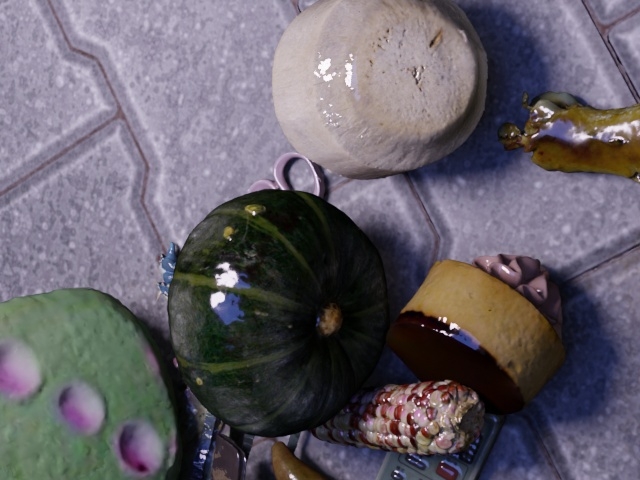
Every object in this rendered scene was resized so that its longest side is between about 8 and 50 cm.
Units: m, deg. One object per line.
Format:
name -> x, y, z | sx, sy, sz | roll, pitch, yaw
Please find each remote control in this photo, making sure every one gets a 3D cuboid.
remote control -> 0.127, 0.319, 1.714 | 0.123, 0.038, 0.285 | 29, 103, 20

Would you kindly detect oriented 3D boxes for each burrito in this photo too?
burrito -> -0.163, 0.300, 1.830 | 0.096, 0.066, 0.309 | 4, 96, 21

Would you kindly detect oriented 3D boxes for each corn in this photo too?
corn -> 0.086, 0.215, 1.657 | 0.280, 0.092, 0.092 | -5, 90, 51

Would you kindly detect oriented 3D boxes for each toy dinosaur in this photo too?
toy dinosaur -> -0.206, 0.045, 1.858 | 0.047, 0.030, 0.083 | 14, 97, 21

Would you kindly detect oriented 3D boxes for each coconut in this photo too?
coconut -> 0.066, -0.192, 1.623 | 0.266, 0.237, 0.237 | 180, 87, -65

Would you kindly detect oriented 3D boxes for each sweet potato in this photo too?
sweet potato -> 0.010, 0.356, 1.715 | 0.077, 0.077, 0.244 | -42, 77, 20

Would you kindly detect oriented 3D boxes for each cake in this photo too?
cake -> 0.201, 0.087, 1.606 | 0.207, 0.185, 0.178 | 19, 64, 25

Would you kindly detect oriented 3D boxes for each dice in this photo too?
dice -> -0.388, 0.253, 1.759 | 0.318, 0.330, 0.322 | -25, 78, 43

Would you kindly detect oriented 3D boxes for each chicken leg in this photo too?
chicken leg -> 0.411, -0.120, 1.527 | 0.429, 0.152, 0.201 | 5, 82, 31

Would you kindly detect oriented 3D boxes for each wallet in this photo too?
wallet -> -0.125, 0.335, 1.744 | 0.082, 0.018, 0.157 | 26, 110, 60

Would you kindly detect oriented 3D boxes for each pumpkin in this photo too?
pumpkin -> -0.054, 0.082, 1.621 | 0.207, 0.300, 0.300 | 12, 98, 47

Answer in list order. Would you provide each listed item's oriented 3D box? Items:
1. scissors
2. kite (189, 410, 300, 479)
scissors -> 0.000, 0.000, 1.763 | 0.118, 0.030, 0.242 | -43, 76, 21
kite -> -0.084, 0.212, 1.772 | 0.204, 0.022, 0.360 | 17, 97, -4
